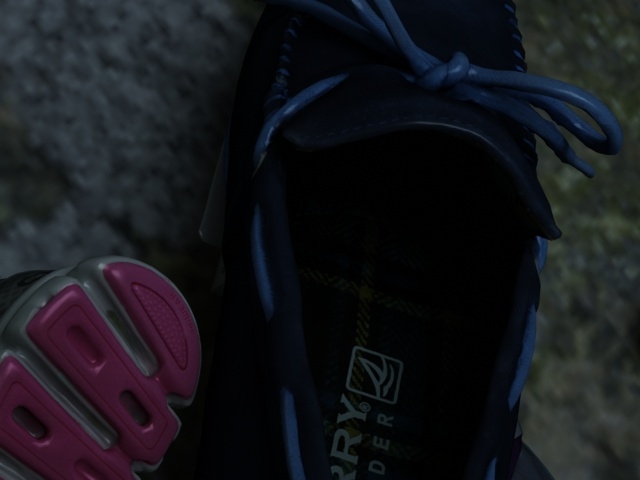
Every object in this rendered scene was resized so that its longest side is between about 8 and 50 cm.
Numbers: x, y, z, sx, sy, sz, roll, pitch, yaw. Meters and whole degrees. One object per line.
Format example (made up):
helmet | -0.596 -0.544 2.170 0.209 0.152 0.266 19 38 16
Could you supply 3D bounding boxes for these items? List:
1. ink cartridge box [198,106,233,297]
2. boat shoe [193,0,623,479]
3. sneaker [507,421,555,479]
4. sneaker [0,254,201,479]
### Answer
ink cartridge box | 0.000 0.000 0.537 0.083 0.028 0.048 26 60 -21
boat shoe | 0.029 -0.001 0.459 0.109 0.089 0.258 11 51 -14
sneaker | 0.020 0.142 0.470 0.098 0.083 0.224 44 56 -16
sneaker | -0.094 0.075 0.439 0.063 0.075 0.170 36 81 -25
